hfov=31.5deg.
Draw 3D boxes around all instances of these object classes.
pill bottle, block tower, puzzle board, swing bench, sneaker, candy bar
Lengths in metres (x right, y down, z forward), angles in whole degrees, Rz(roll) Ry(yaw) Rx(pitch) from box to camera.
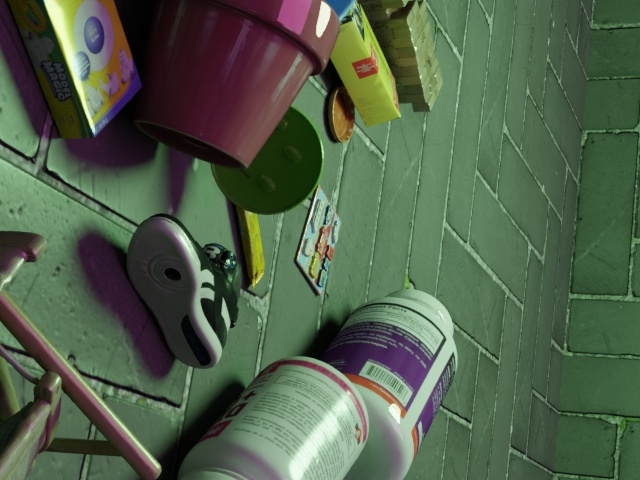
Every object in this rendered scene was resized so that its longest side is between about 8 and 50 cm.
[{"bbox_3d":[-0.064,0.264,1.297,0.283,0.160,0.160,-45,131,-58],"label":"pill bottle"},{"bbox_3d":[0.102,-0.356,1.726,0.091,0.097,0.335,-63,143,-44],"label":"block tower"},{"bbox_3d":[0.000,0.000,1.611,0.096,0.011,0.128,59,39,-51],"label":"puzzle board"},{"bbox_3d":[0.084,0.201,1.602,0.323,0.181,0.182,-50,136,-54],"label":"pill bottle"},{"bbox_3d":[-0.276,0.167,0.823,0.253,0.165,0.255,-60,138,-47],"label":"swing bench"},{"bbox_3d":[-0.141,0.026,1.227,0.217,0.079,0.121,79,22,-43],"label":"sneaker"},{"bbox_3d":[-0.089,-0.018,1.401,0.040,0.018,0.162,-51,136,-59],"label":"candy bar"}]

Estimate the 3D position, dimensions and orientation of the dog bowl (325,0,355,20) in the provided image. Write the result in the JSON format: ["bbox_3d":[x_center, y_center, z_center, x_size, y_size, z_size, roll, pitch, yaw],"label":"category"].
[{"bbox_3d":[0.026,-0.378,1.394,0.297,0.074,0.166,-56,161,9],"label":"dog bowl"}]

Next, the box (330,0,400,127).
[{"bbox_3d":[0.052,-0.268,1.633,0.232,0.058,0.087,58,21,-51],"label":"box"}]

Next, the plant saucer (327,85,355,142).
[{"bbox_3d":[0.029,-0.185,1.664,0.083,0.013,0.084,2,90,-65],"label":"plant saucer"}]

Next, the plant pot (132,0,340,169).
[{"bbox_3d":[-0.102,-0.179,1.176,0.201,0.201,0.180,35,74,-62],"label":"plant pot"}]

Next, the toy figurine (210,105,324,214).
[{"bbox_3d":[-0.069,-0.116,1.351,0.130,0.173,0.159,-48,180,9],"label":"toy figurine"}]

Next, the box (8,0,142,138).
[{"bbox_3d":[-0.228,-0.197,1.050,0.105,0.043,0.179,-60,142,-47],"label":"box"}]
